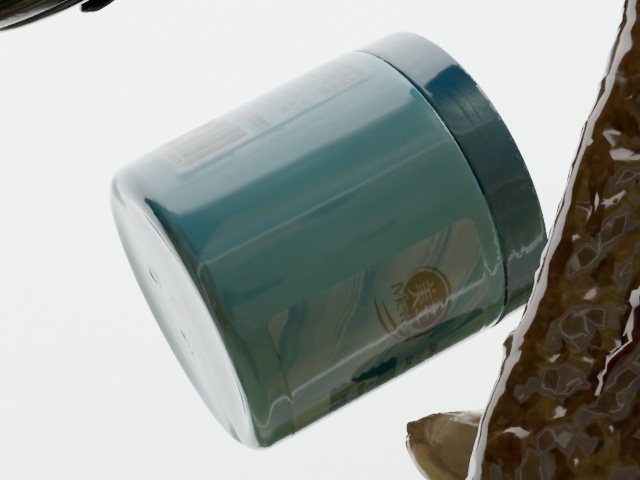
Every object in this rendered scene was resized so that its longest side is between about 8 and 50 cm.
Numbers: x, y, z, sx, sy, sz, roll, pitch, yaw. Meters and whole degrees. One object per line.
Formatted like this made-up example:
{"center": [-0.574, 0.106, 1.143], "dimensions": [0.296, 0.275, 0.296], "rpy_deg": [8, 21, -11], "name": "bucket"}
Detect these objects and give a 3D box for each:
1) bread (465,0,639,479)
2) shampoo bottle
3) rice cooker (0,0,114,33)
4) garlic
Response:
{"center": [0.123, 0.085, 0.383], "dimensions": [0.165, 0.417, 0.113], "rpy_deg": [17, -13, 23], "name": "bread"}
{"center": [0.000, 0.000, 1.334], "dimensions": [0.342, 0.331, 0.331], "rpy_deg": [-27, -44, -17], "name": "shampoo bottle"}
{"center": [-0.208, -0.264, 0.903], "dimensions": [0.241, 0.280, 0.227], "rpy_deg": [-11, -57, 30], "name": "rice cooker"}
{"center": [0.169, 0.223, 1.314], "dimensions": [0.195, 0.087, 0.101], "rpy_deg": [2, -93, -22], "name": "garlic"}
